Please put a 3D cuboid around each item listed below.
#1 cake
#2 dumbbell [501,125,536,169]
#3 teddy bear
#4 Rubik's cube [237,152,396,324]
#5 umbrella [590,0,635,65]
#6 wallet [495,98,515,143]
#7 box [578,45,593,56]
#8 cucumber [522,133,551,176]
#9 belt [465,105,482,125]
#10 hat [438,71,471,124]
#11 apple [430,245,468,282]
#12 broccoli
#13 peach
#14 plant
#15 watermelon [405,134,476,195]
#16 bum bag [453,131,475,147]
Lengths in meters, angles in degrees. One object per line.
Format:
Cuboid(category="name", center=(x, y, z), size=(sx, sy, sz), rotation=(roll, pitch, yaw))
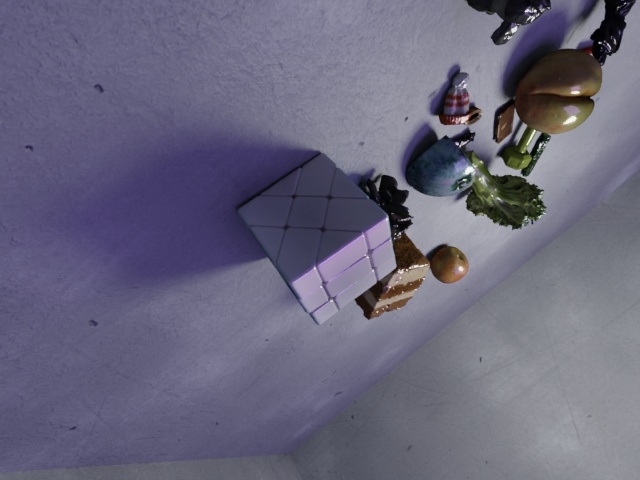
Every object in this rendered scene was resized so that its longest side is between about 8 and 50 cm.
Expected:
Cuboid(category="cake", center=(0.265, 0.125, 1.707), size=(0.282, 0.255, 0.290), rotation=(-11, 142, -38))
Cuboid(category="dumbbell", center=(0.871, -0.441, 1.740), size=(0.108, 0.122, 0.301), rotation=(-51, 159, -39))
Cuboid(category="teddy bear", center=(0.481, -0.609, 1.061), size=(0.144, 0.250, 0.171), rotation=(-19, 157, -25))
Cuboid(category="Rubik's cube", center=(0.000, 0.000, 1.238), size=(0.319, 0.321, 0.315), rotation=(-35, 146, -7))
Cuboid(category="umbrella", center=(0.999, -0.743, 1.428), size=(0.122, 0.111, 0.272), rotation=(-70, 175, -78))
Cuboid(category="wallet", center=(0.731, -0.467, 1.649), size=(0.095, 0.026, 0.176), rotation=(-43, 148, -4))
Cuboid(category="box", center=(1.030, -0.659, 1.682), size=(0.123, 0.050, 0.229), rotation=(-22, 144, -23))
Cuboid(category="cucumber", center=(1.032, -0.403, 2.005), size=(0.044, 0.043, 0.256), rotation=(-20, 144, -19))
Cuboid(category="belt", center=(0.534, -0.444, 1.476), size=(0.083, 0.036, 0.059), rotation=(-29, 140, -15))
Cuboid(category="hat", center=(0.442, -0.460, 1.342), size=(0.112, 0.094, 0.162), rotation=(-30, 129, -30))
Cuboid(category="apple", center=(0.670, 0.130, 2.173), size=(0.188, 0.188, 0.174), rotation=(4, 139, -47))
Cuboid(category="broccoli", center=(0.703, -0.219, 1.750), size=(0.353, 0.398, 0.274), rotation=(111, 2, -67))
Cuboid(category="peach", center=(0.836, -0.526, 1.477), size=(0.293, 0.247, 0.291), rotation=(-3, 126, -4))
Cuboid(category="plant", center=(0.215, -0.087, 1.470), size=(0.189, 0.199, 0.275), rotation=(-20, 147, -37))
Cuboid(category="watermelon", center=(0.447, -0.227, 1.527), size=(0.188, 0.175, 0.322), rotation=(-45, 146, 8))
Cuboid(category="bum bag", center=(0.533, -0.372, 1.563), size=(0.125, 0.034, 0.057), rotation=(-30, 155, -13))
